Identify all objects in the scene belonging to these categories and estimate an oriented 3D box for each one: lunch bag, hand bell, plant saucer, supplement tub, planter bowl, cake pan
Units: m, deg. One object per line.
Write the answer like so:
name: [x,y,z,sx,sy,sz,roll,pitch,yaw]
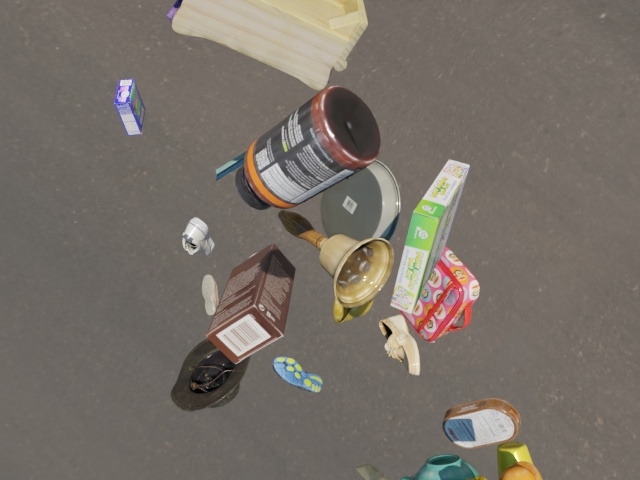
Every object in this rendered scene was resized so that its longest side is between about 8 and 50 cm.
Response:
lunch bag: [0.388,0.189,1.726,0.258,0.120,0.293,54,141,31]
hand bell: [0.000,0.000,0.914,0.242,0.126,0.126,37,124,42]
plant saucer: [-0.272,-0.263,1.742,0.018,0.192,0.067,51,159,4]
supplement tub: [-0.026,-0.106,0.672,0.198,0.106,0.106,-24,103,42]
planter bowl: [0.131,0.205,1.885,0.090,0.217,0.217,19,117,-14]
cake pan: [0.103,-0.096,1.524,0.293,0.054,0.293,-3,86,48]

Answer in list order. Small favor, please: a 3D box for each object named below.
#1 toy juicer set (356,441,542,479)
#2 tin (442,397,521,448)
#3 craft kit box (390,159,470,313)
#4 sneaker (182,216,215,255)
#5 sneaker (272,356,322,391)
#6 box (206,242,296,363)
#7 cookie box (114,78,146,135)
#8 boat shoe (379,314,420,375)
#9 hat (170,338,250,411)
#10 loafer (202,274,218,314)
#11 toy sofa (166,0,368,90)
toy juicer set: [0.221,0.434,0.905,0.329,0.209,0.090,-10,83,7]
tin: [0.377,0.434,1.242,0.189,0.040,0.106,-30,92,36]
craft kit box: [0.235,-0.011,1.123,0.061,0.247,0.250,19,129,16]
sneaker: [-0.432,0.004,1.812,0.094,0.091,0.258,36,161,11]
sneaker: [-0.075,0.392,1.507,0.078,0.067,0.188,-16,139,37]
box: [-0.204,0.184,1.637,0.191,0.381,0.143,-33,112,19]
cookie box: [-0.480,-0.336,1.329,0.040,0.092,0.107,-4,146,-2]
boat shoe: [0.161,0.218,1.086,0.059,0.170,0.063,-5,116,-6]
hat: [-0.354,0.486,1.847,0.331,0.331,0.134,-16,124,22]
loafer: [-0.338,0.169,1.630,0.045,0.039,0.125,-11,81,23]
toy sofa: [-0.103,-0.456,1.019,0.362,0.150,0.177,15,138,-24]
